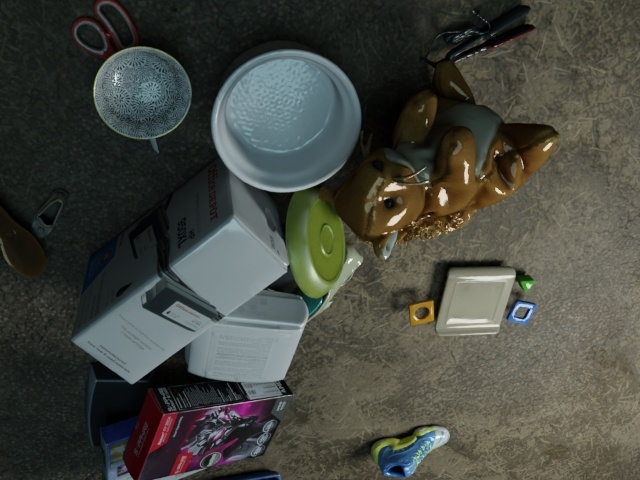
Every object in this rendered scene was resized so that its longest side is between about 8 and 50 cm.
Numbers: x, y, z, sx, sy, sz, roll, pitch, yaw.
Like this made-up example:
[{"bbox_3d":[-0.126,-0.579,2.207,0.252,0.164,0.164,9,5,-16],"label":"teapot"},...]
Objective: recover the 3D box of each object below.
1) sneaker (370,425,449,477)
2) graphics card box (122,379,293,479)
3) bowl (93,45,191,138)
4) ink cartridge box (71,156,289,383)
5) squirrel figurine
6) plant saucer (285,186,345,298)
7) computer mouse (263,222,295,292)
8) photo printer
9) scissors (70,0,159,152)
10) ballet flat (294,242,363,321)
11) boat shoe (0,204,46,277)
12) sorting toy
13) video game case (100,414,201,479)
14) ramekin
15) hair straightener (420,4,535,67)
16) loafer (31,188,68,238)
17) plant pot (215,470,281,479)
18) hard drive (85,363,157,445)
[{"bbox_3d":[0.272,0.624,1.861,0.240,0.126,0.091,-16,124,-1],"label":"sneaker"},{"bbox_3d":[-0.269,0.453,1.577,0.371,0.094,0.232,3,122,-41],"label":"graphics card box"},{"bbox_3d":[-0.324,-0.276,1.160,0.170,0.080,0.170,-11,125,-16],"label":"bowl"},{"bbox_3d":[-0.277,0.046,1.274,0.395,0.285,0.166,-36,122,11],"label":"ink cartridge box"},{"bbox_3d":[0.185,-0.094,1.250,0.370,0.281,0.397,-36,160,-25],"label":"squirrel figurine"},{"bbox_3d":[0.000,0.000,1.339,0.037,0.241,0.241,-5,128,25],"label":"plant saucer"},{"bbox_3d":[-0.079,0.053,1.450,0.272,0.072,0.188,-41,120,15],"label":"computer mouse"},{"bbox_3d":[-0.180,0.229,1.475,0.256,0.107,0.307,7,142,-9],"label":"photo printer"},{"bbox_3d":[-0.344,-0.301,1.196,0.109,0.021,0.297,-28,123,4],"label":"scissors"},{"bbox_3d":[0.014,0.112,1.510,0.086,0.086,0.248,27,112,-26],"label":"ballet flat"},{"bbox_3d":[-0.634,-0.014,1.293,0.073,0.073,0.207,-42,124,-27],"label":"boat shoe"},{"bbox_3d":[0.385,0.149,1.630,0.348,0.047,0.196,-1,118,-12],"label":"sorting toy"},{"bbox_3d":[-0.418,0.532,1.637,0.270,0.061,0.244,-12,130,-32],"label":"video game case"},{"bbox_3d":[-0.071,-0.243,1.224,0.277,0.135,0.277,-5,122,-9],"label":"ramekin"},{"bbox_3d":[0.302,-0.409,1.259,0.230,0.047,0.089,-21,124,7],"label":"hair straightener"},{"bbox_3d":[-0.554,-0.048,1.302,0.045,0.039,0.125,29,112,-26],"label":"loafer"},{"bbox_3d":[-0.201,0.800,1.821,0.236,0.212,0.236,-7,123,-7],"label":"plant pot"},{"bbox_3d":[-0.500,0.419,1.605,0.172,0.054,0.254,5,121,-15],"label":"hard drive"}]
